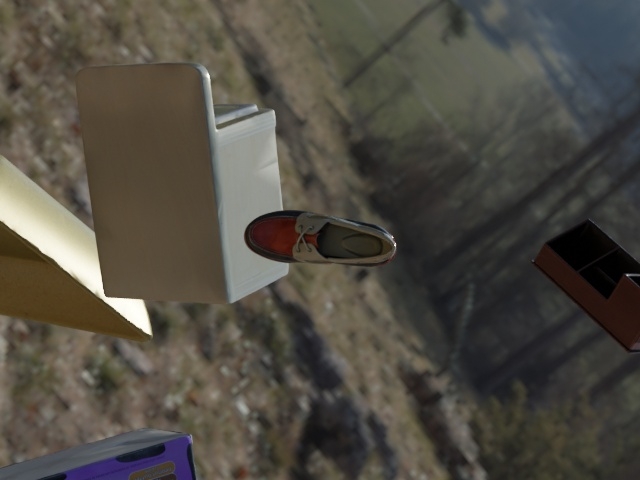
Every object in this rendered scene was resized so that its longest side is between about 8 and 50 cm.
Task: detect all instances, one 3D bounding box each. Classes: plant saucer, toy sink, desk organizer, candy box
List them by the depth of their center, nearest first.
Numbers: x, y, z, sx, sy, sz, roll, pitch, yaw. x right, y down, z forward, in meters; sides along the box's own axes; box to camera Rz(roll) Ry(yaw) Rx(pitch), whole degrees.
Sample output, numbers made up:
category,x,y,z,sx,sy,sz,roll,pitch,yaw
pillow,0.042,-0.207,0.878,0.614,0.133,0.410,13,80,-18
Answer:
category,x,y,z,sx,sy,sz,roll,pitch,yaw
candy box,-0.161,0.248,1.118,0.164,0.070,0.196,-12,97,-36
desk organizer,0.245,0.037,1.346,0.047,0.050,0.130,2,34,-44
toy sink,-0.132,-0.067,1.565,0.131,0.152,0.234,-28,114,-57
plant saucer,-0.376,-0.013,1.723,0.332,0.081,0.333,8,-25,35

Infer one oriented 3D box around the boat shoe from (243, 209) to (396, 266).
category,x,y,z,sx,sy,sz,roll,pitch,yaw
boat shoe,0.000,0.000,1.411,0.137,0.049,0.043,8,0,-2
